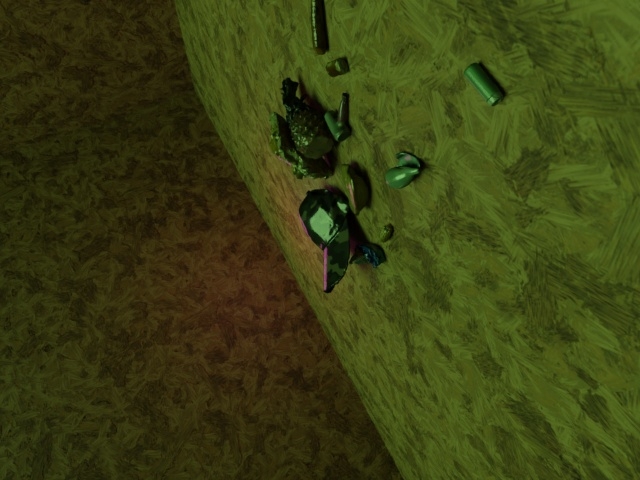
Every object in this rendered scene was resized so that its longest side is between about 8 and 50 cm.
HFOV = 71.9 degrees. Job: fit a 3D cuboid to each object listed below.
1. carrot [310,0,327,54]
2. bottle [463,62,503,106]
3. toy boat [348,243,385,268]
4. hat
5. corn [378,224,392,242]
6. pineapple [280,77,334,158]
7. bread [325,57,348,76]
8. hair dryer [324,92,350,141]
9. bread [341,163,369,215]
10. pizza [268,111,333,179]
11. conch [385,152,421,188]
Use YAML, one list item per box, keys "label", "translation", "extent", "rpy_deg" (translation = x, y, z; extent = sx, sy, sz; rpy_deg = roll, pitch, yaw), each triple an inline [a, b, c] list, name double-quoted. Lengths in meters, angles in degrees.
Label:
- label: "carrot"
  translation: [-0.006, -0.610, 1.240]
  extent: [0.042, 0.042, 0.170]
  rpy_deg: [52, 157, 39]
- label: "bottle"
  translation: [0.292, -0.278, 0.788]
  extent: [0.083, 0.031, 0.030]
  rpy_deg: [59, 164, 17]
- label: "toy boat"
  translation: [0.153, 0.059, 1.634]
  extent: [0.091, 0.110, 0.175]
  rpy_deg: [67, 166, -17]
- label: "hat"
  translation: [0.000, 0.000, 1.766]
  extent: [0.258, 0.381, 0.366]
  rpy_deg: [20, 157, 0]
- label: "corn"
  translation: [0.213, -0.020, 1.451]
  extent: [0.037, 0.037, 0.092]
  rpy_deg: [59, 166, 20]
- label: "pineapple"
  translation: [-0.064, -0.435, 1.532]
  extent: [0.170, 0.141, 0.309]
  rpy_deg: [33, -151, -61]
- label: "bread"
  translation: [0.047, -0.492, 1.254]
  extent: [0.047, 0.036, 0.083]
  rpy_deg: [54, 170, -24]
- label: "hair dryer"
  translation: [0.063, -0.393, 1.364]
  extent: [0.106, 0.054, 0.154]
  rpy_deg: [63, 155, 21]
- label: "bread"
  translation: [0.117, -0.176, 1.490]
  extent: [0.149, 0.066, 0.187]
  rpy_deg: [-116, 8, -45]
- label: "pizza"
  translation: [-0.089, -0.313, 1.599]
  extent: [0.323, 0.089, 0.223]
  rpy_deg: [44, -149, -15]
- label: "conch"
  translation: [0.215, -0.179, 1.164]
  extent: [0.065, 0.088, 0.180]
  rpy_deg: [24, 165, -16]
